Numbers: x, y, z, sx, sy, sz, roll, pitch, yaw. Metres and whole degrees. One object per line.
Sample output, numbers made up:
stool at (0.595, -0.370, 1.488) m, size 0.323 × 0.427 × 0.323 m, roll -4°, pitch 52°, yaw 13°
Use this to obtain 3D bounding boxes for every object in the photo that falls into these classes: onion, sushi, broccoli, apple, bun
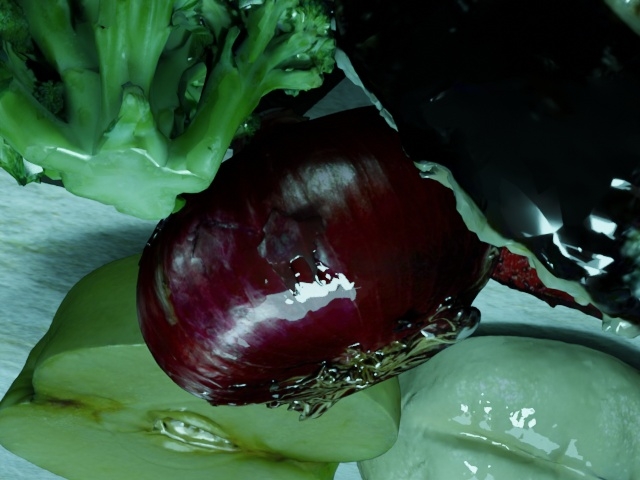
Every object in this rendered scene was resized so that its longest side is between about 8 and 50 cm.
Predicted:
onion at (0.000, 0.000, 1.413) m, size 0.314 × 0.232 × 0.314 m, roll -24°, pitch 171°, yaw -4°
sushi at (0.201, -0.125, 1.139) m, size 0.329 × 0.328 × 0.285 m, roll 29°, pitch 108°, yaw -34°
broccoli at (-0.136, -0.117, 1.258) m, size 0.294 × 0.245 × 0.265 m, roll -5°, pitch 135°, yaw 5°
apple at (-0.121, 0.156, 1.825) m, size 0.360 × 0.320 × 0.311 m, roll 18°, pitch -169°, yaw -16°
bun at (0.209, 0.246, 2.032) m, size 0.365 × 0.219 × 0.365 m, roll 4°, pitch 158°, yaw 2°

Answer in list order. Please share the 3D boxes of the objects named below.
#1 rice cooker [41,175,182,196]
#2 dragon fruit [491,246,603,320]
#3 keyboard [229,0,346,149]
rice cooker at (-0.169, -0.102, 1.453) m, size 0.203 × 0.118 × 0.142 m, roll 8°, pitch 154°, yaw -3°
dragon fruit at (0.185, -0.026, 1.526) m, size 0.262 × 0.163 × 0.189 m, roll 24°, pitch 144°, yaw 40°
keyboard at (-0.034, -0.127, 1.501) m, size 0.087 × 0.017 × 0.250 m, roll 17°, pitch 152°, yaw -23°
